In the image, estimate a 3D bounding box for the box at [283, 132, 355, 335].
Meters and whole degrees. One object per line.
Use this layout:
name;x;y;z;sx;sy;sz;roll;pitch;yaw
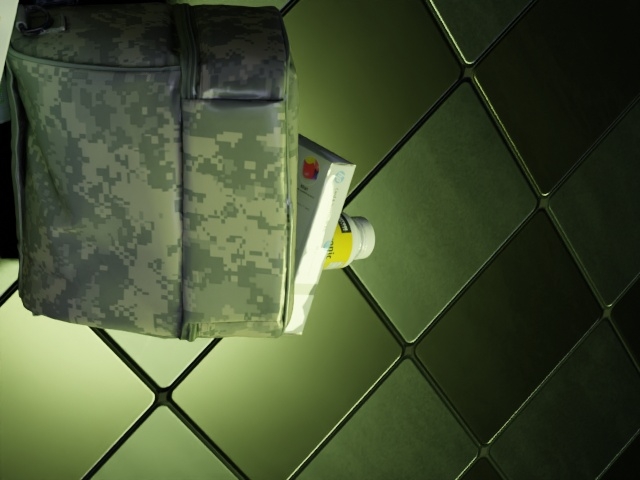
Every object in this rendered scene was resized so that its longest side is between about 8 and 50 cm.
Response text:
box;-0.049;-0.018;1.689;0.038;0.145;0.186;1;112;-43

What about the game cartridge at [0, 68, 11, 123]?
game cartridge;-0.309;-0.137;1.491;0.056;0.017;0.083;-21;125;-26

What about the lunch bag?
lunch bag;-0.158;-0.069;1.521;0.256;0.212;0.305;-2;118;-9

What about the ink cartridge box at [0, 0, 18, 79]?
ink cartridge box;-0.395;-0.133;1.287;0.270;0.151;0.396;11;95;-42

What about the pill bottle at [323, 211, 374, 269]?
pill bottle;0.000;0.000;1.797;0.116;0.065;0.065;-5;116;-40
